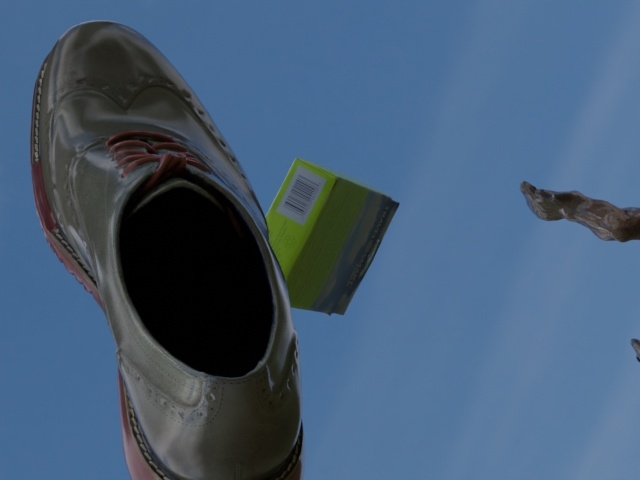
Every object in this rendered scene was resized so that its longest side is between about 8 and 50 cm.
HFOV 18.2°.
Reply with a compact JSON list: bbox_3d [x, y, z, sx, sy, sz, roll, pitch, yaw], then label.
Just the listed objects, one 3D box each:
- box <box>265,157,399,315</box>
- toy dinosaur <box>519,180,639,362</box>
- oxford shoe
[{"bbox_3d":[0.000,0.000,1.525,0.109,0.042,0.178,-63,-17,4],"label":"box"},{"bbox_3d":[0.251,-0.014,1.090,0.200,0.296,0.127,-35,-64,-7],"label":"toy dinosaur"},{"bbox_3d":[-0.077,-0.017,1.075,0.123,0.348,0.130,-12,-39,-17],"label":"oxford shoe"}]
